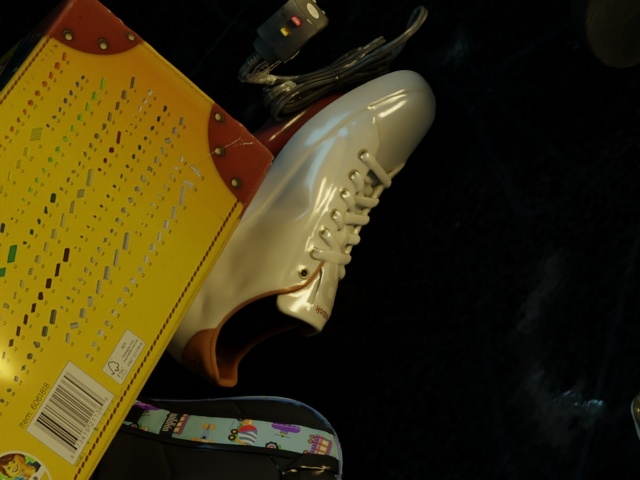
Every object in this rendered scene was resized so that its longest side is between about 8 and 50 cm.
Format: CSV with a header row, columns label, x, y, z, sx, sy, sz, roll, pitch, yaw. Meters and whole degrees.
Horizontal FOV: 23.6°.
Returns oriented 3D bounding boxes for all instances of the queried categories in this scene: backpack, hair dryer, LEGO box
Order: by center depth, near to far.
label,x,y,z,sx,sy,sz,roll,pitch,yaw
backpack,-0.067,0.184,1.037,0.173,0.117,0.158,-3,49,8
LEGO box,-0.295,0.112,1.066,0.372,0.193,0.500,-28,27,49
hair dryer,-0.033,-0.076,1.256,0.293,0.223,0.080,-46,68,25

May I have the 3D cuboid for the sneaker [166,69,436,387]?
label,x,y,z,sx,sy,sz,roll,pitch,yaw
sneaker,0.000,0.000,1.182,0.290,0.106,0.123,-44,59,3

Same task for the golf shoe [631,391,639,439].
label,x,y,z,sx,sy,sz,roll,pitch,yaw
golf shoe,0.213,0.139,0.780,0.069,0.086,0.176,-46,35,3

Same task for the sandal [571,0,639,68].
label,x,y,z,sx,sy,sz,roll,pitch,yaw
sandal,0.347,-0.251,0.951,0.445,0.167,0.107,-38,52,18
